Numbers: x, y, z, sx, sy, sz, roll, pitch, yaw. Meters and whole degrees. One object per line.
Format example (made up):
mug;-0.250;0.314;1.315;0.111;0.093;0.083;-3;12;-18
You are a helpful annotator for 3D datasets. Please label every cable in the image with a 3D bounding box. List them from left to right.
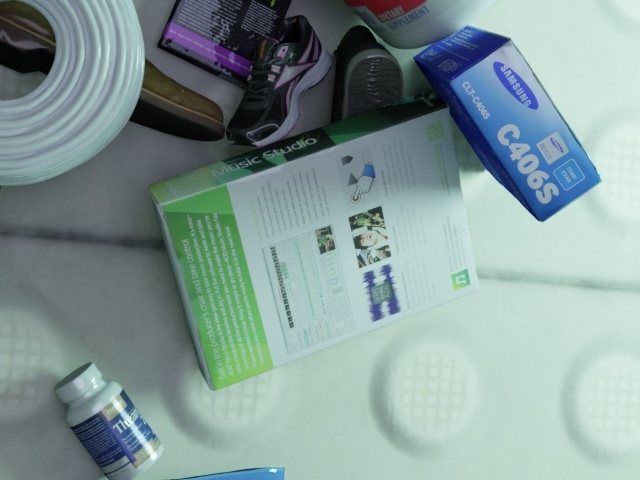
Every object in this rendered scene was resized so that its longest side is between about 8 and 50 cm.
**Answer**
cable;-0.298;-0.182;1.390;0.257;0.089;0.257;-7;89;-6

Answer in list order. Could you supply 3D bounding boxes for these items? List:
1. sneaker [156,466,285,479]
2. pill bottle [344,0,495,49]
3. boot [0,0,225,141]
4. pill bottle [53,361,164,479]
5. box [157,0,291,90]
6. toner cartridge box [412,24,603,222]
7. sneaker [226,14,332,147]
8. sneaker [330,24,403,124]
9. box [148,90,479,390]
sneaker;-0.139;0.293;1.530;0.232;0.081;0.090;-4;83;-21
pill bottle;0.025;-0.409;1.501;0.408;0.229;0.229;43;76;-23
boot;-0.223;-0.201;1.507;0.305;0.112;0.115;27;73;-14
pill bottle;-0.221;0.188;1.512;0.067;0.067;0.120;-37;100;-16
box;-0.094;-0.259;1.590;0.116;0.029;0.162;25;82;-18
toner cartridge box;0.184;-0.132;1.514;0.075;0.348;0.165;-35;100;5
sneaker;-0.055;-0.173;1.551;0.178;0.072;0.077;-62;142;-39
sneaker;0.046;-0.120;1.614;0.083;0.118;0.222;7;115;-9
box;0.000;0.000;1.541;0.322;0.058;0.232;-20;119;-14
